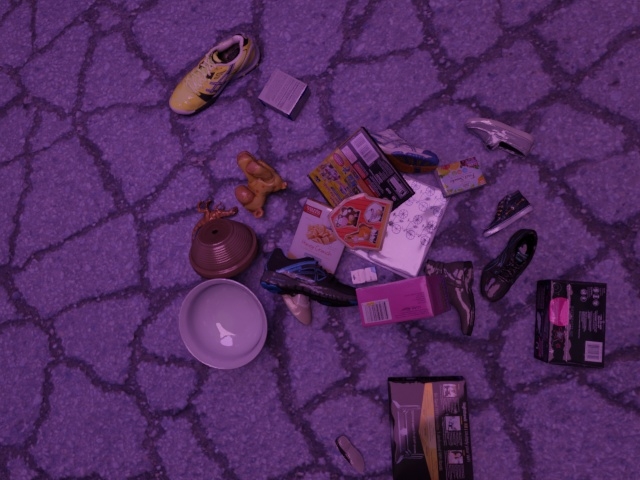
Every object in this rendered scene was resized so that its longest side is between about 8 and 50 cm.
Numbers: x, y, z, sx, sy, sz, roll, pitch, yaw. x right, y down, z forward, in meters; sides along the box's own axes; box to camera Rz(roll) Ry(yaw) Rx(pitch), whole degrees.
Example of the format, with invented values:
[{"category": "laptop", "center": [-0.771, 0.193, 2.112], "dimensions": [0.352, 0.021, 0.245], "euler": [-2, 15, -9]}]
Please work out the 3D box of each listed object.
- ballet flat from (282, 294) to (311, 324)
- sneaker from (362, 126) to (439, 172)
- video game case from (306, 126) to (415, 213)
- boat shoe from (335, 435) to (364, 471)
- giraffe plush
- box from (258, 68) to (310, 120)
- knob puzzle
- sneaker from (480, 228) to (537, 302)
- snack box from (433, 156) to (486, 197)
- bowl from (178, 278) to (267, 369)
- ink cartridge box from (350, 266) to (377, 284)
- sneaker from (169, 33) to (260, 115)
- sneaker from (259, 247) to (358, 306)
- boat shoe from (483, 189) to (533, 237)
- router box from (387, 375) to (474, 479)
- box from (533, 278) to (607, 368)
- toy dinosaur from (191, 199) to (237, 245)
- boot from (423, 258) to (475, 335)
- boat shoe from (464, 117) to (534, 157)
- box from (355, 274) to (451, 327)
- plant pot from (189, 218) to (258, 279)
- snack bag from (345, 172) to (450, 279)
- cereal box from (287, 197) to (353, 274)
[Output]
[{"category": "ballet flat", "center": [-0.094, 0.166, 1.610], "dimensions": [0.086, 0.086, 0.248], "euler": [-38, 80, 3]}, {"category": "sneaker", "center": [0.250, -0.313, 1.600], "dimensions": [0.296, 0.112, 0.131], "euler": [13, 67, 10]}, {"category": "video game case", "center": [0.127, -0.184, 1.569], "dimensions": [0.248, 0.035, 0.275], "euler": [-39, 84, 22]}, {"category": "boat shoe", "center": [0.093, 0.689, 1.553], "dimensions": [0.125, 0.038, 0.046], "euler": [50, 51, 5]}, {"category": "giraffe plush", "center": [-0.224, -0.180, 1.655], "dimensions": [0.210, 0.181, 0.170], "euler": [32, 101, -23]}, {"category": "box", "center": [-0.126, -0.513, 1.702], "dimensions": [0.137, 0.072, 0.126], "euler": [31, 89, 11]}, {"category": "knob puzzle", "center": [0.119, -0.057, 1.519], "dimensions": [0.213, 0.030, 0.213], "euler": [-1, 111, -4]}, {"category": "sneaker", "center": [0.591, 0.073, 1.513], "dimensions": [0.101, 0.106, 0.267], "euler": [31, 90, 9]}, {"category": "snack box", "center": [0.457, -0.207, 1.581], "dimensions": [0.141, 0.037, 0.100], "euler": [-18, 79, -7]}, {"category": "bowl", "center": [-0.305, 0.262, 1.600], "dimensions": [0.298, 0.134, 0.298], "euler": [1, 96, 7]}, {"category": "ink cartridge box", "center": [0.146, 0.118, 1.613], "dimensions": [0.083, 0.028, 0.048], "euler": [-11, 82, 7]}, {"category": "sneaker", "center": [-0.396, -0.602, 1.716], "dimensions": [0.385, 0.147, 0.145], "euler": [-40, 81, 4]}, {"category": "sneaker", "center": [-0.013, 0.121, 1.538], "dimensions": [0.341, 0.125, 0.139], "euler": [16, 68, -8]}, {"category": "boat shoe", "center": [0.586, -0.085, 1.555], "dimensions": [0.183, 0.065, 0.083], "euler": [-32, 79, -3]}, {"category": "router box", "center": [0.338, 0.586, 1.505], "dimensions": [0.243, 0.081, 0.309], "euler": [-3, 83, 9]}, {"category": "box", "center": [0.749, 0.245, 1.451], "dimensions": [0.163, 0.142, 0.247], "euler": [4, 85, 8]}, {"category": "toy dinosaur", "center": [-0.398, -0.082, 1.700], "dimensions": [0.211, 0.064, 0.112], "euler": [-27, 82, 5]}, {"category": "boot", "center": [0.412, 0.181, 1.553], "dimensions": [0.161, 0.083, 0.246], "euler": [-3, 81, 19]}, {"category": "boat shoe", "center": [0.576, -0.332, 1.572], "dimensions": [0.227, 0.079, 0.081], "euler": [21, 83, 7]}, {"category": "box", "center": [0.255, 0.180, 1.455], "dimensions": [0.213, 0.243, 0.117], "euler": [-14, 82, 25]}, {"category": "plant pot", "center": [-0.333, 0.006, 1.601], "dimensions": [0.237, 0.109, 0.237], "euler": [-6, 49, 7]}, {"category": "snack bag", "center": [0.222, -0.077, 1.620], "dimensions": [0.342, 0.037, 0.323], "euler": [24, 88, 11]}, {"category": "cereal box", "center": [0.000, 0.000, 1.601], "dimensions": [0.173, 0.047, 0.240], "euler": [23, 108, 11]}]
